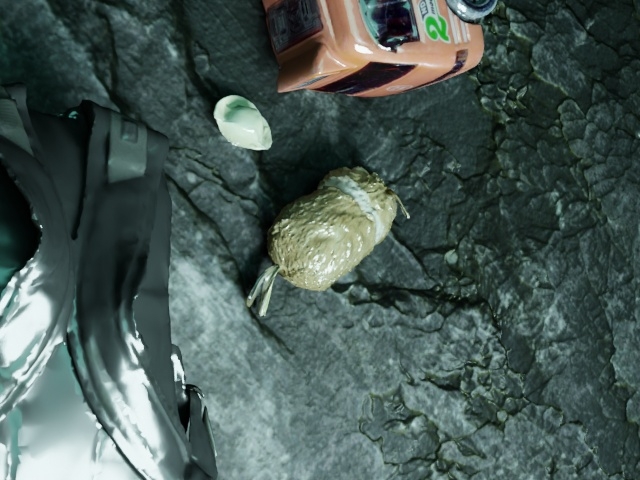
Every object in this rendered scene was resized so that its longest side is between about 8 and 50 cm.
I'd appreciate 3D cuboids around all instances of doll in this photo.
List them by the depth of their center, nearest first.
[{"bbox_3d":[-0.004,-0.003,1.086,0.221,0.115,0.105,-34,114,-23],"label":"doll"}]

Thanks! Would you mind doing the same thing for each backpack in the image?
[{"bbox_3d":[-0.267,0.087,0.830,0.363,0.255,0.445,4,81,-38],"label":"backpack"}]

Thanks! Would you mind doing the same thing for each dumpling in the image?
[{"bbox_3d":[-0.087,-0.137,1.078,0.077,0.043,0.059,15,61,-15],"label":"dumpling"}]

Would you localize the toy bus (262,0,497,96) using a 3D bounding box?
[{"bbox_3d":[0.028,-0.376,1.076,0.233,0.203,0.427,-16,94,-28],"label":"toy bus"}]
